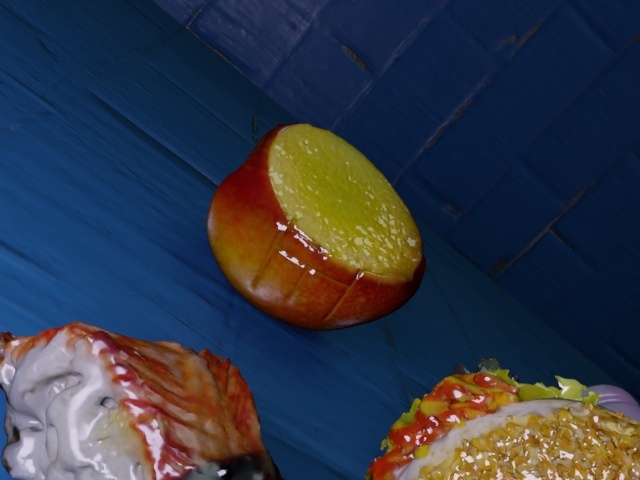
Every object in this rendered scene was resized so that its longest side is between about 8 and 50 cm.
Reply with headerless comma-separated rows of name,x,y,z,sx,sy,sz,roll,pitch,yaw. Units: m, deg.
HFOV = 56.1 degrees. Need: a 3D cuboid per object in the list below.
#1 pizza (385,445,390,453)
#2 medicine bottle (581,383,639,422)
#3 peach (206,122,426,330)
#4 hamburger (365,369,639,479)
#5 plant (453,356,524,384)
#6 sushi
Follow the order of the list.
pizza,0.152,0.298,0.687,0.182,0.062,0.161,43,21,23
medicine bottle,0.495,0.407,0.933,0.212,0.212,0.325,33,16,-30
peach,0.000,0.000,0.781,0.275,0.248,0.245,39,-25,10
hamburger,0.163,0.246,0.443,0.294,0.276,0.179,31,6,10
plant,0.287,0.277,0.933,0.142,0.131,0.203,29,17,-30
sushi,-0.082,0.168,0.339,0.332,0.130,0.124,56,15,28
